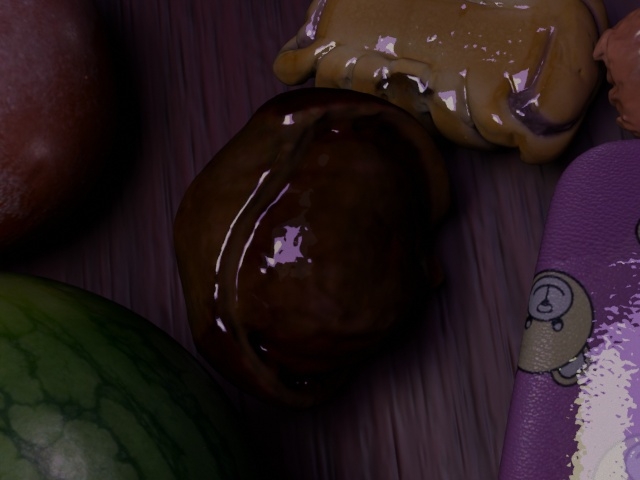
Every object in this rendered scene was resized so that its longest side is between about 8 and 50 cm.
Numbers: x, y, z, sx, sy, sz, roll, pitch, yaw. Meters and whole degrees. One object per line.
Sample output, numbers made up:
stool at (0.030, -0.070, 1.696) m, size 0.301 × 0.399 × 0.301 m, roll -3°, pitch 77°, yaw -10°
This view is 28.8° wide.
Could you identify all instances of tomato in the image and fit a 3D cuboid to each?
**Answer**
tomato at (-0.293, -0.115, 0.934) m, size 0.270 × 0.227 × 0.270 m, roll -8°, pitch 69°, yaw 22°

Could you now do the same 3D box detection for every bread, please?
bread at (0.082, -0.132, 0.849) m, size 0.225 × 0.081 × 0.134 m, roll 23°, pitch 81°, yaw 30°

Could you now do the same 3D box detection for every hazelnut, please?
hazelnut at (-0.006, -0.002, 0.798) m, size 0.160 × 0.170 × 0.202 m, roll 41°, pitch 109°, yaw 27°

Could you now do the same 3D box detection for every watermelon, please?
watermelon at (-0.192, 0.185, 0.743) m, size 0.363 × 0.363 × 0.363 m, roll -7°, pitch 73°, yaw 23°

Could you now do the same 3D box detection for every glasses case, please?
glasses case at (0.179, 0.092, 0.742) m, size 0.123 × 0.076 × 0.316 m, roll 7°, pitch 78°, yaw 27°

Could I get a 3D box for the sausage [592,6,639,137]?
sausage at (0.307, -0.145, 0.746) m, size 0.289 × 0.086 × 0.086 m, roll -23°, pitch 67°, yaw 18°
